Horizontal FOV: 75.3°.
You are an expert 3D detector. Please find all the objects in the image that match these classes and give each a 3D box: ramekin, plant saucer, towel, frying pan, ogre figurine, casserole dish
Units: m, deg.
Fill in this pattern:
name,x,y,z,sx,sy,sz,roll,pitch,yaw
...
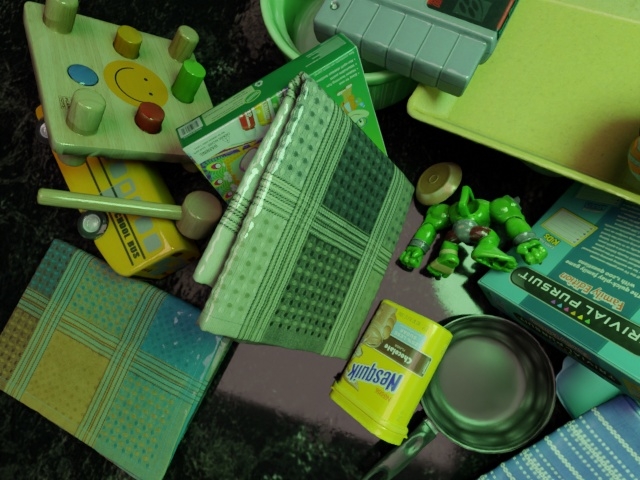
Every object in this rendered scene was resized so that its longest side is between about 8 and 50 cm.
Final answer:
name,x,y,z,sx,sy,sz,roll,pitch,yaw
ramekin,0.065,-0.364,0.681,0.304,0.148,0.303,-1,81,5
plant saucer,0.340,-0.230,0.564,0.333,0.081,0.332,28,82,19
towel,-0.355,0.189,0.690,0.370,0.040,0.271,25,83,10
frying pan,0.214,0.268,0.618,0.197,0.053,0.326,27,86,10
ogre figurine,0.227,-0.012,0.626,0.097,0.197,0.118,34,57,-28
towel,0.341,0.385,0.531,0.336,0.040,0.243,-44,71,17
plant saucer,0.185,-0.096,0.667,0.015,0.083,0.083,35,84,-33
towel,0.000,0.000,0.577,0.056,0.312,0.324,17,81,41
casserole dish,0.423,0.245,0.610,0.114,0.037,0.188,-34,80,-1

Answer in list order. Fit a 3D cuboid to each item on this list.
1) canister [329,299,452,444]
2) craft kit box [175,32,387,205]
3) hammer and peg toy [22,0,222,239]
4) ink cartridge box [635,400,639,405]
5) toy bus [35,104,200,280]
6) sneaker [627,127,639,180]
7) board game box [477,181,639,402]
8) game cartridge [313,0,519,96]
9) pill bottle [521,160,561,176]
name,x,y,z,sx,sy,sz,roll,pitch,yaw
canister,0.103,0.185,0.611,0.126,0.073,0.169,21,78,50
craft kit box,-0.032,-0.122,0.608,0.250,0.246,0.061,-31,54,0
hammer and peg toy,-0.269,-0.184,0.613,0.127,0.266,0.361,-38,66,41
ink cartridge box,0.513,0.263,0.546,0.128,0.072,0.175,-32,81,-8
toy bus,-0.340,-0.093,0.695,0.130,0.108,0.332,-29,80,0
sneaker,0.493,-0.081,0.387,0.321,0.124,0.180,34,84,12
board game box,0.429,0.015,0.552,0.336,0.079,0.254,-45,37,-2
game cartridge,0.172,-0.388,0.564,0.230,0.068,0.354,26,82,15
pill bottle,0.399,-0.201,0.644,0.112,0.112,0.186,42,86,10
